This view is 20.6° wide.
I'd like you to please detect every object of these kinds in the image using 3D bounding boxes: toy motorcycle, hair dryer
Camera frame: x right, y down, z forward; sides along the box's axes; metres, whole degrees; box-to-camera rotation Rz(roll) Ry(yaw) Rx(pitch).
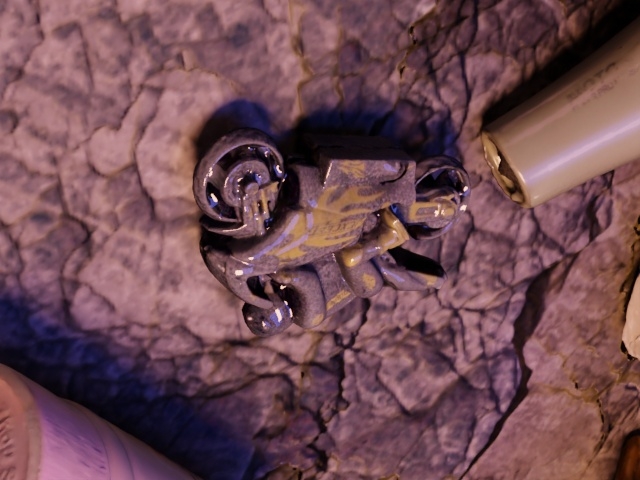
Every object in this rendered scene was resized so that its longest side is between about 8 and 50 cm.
[{"bbox_3d":[0.000,0.000,0.988,0.193,0.061,0.124,5,115,-38],"label":"toy motorcycle"},{"bbox_3d":[0.246,-0.054,1.027,0.296,0.298,0.119,-12,154,6],"label":"hair dryer"}]

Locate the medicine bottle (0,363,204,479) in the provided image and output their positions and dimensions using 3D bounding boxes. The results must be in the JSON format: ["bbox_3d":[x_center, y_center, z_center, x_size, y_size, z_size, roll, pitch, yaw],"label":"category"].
[{"bbox_3d":[-0.128,0.178,0.950,0.152,0.152,0.254,-48,137,0],"label":"medicine bottle"}]

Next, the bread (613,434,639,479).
[{"bbox_3d":[0.282,0.308,1.293,0.191,0.314,0.370,13,122,-8],"label":"bread"}]

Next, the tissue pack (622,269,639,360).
[{"bbox_3d":[0.360,-0.007,1.212,0.269,0.137,0.209,-13,129,-32],"label":"tissue pack"}]
